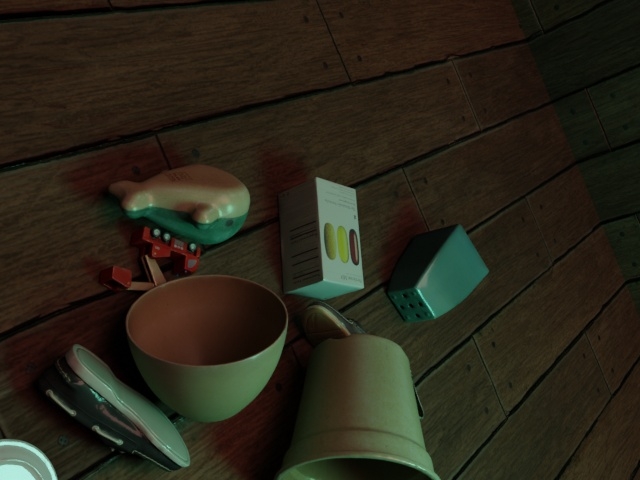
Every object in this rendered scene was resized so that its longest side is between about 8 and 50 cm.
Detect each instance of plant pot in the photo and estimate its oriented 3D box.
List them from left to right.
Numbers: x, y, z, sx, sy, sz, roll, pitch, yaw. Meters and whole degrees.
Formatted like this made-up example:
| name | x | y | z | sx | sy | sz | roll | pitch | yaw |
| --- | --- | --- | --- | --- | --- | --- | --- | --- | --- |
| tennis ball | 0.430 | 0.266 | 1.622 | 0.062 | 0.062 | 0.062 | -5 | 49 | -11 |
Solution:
| name | x | y | z | sx | sy | sz | roll | pitch | yaw |
| --- | --- | --- | --- | --- | --- | --- | --- | --- | --- |
| plant pot | -0.204 | 0.215 | 1.381 | 0.284 | 0.284 | 0.191 | -34 | 136 | -48 |
| plant pot | 0.078 | 0.378 | 1.576 | 0.334 | 0.334 | 0.305 | 36 | 39 | -32 |
| plant pot | 0.295 | 0.100 | 2.007 | 0.234 | 0.165 | 0.166 | -45 | 108 | -38 |

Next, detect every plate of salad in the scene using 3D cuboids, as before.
| name | x | y | z | sx | sy | sz | roll | pitch | yaw |
| --- | --- | --- | --- | --- | --- | --- | --- | --- | --- |
| plate of salad | -0.484 | 0.401 | 1.137 | 0.200 | 0.048 | 0.200 | 16 | 70 | -51 |

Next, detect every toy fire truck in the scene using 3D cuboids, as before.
| name | x | y | z | sx | sy | sz | roll | pitch | yaw |
| --- | --- | --- | --- | --- | --- | --- | --- | --- | --- |
| toy fire truck | -0.320 | 0.049 | 1.454 | 0.192 | 0.047 | 0.135 | 25 | 58 | -40 |

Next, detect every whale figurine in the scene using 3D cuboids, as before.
| name | x | y | z | sx | sy | sz | roll | pitch | yaw |
| --- | --- | --- | --- | --- | --- | --- | --- | --- | --- |
| whale figurine | -0.273 | -0.061 | 1.479 | 0.272 | 0.216 | 0.141 | -5 | 121 | -36 |

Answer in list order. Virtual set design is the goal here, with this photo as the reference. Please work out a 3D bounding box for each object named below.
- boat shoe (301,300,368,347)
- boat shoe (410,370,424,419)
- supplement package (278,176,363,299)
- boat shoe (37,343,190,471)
| name | x | y | z | sx | sy | sz | roll | pitch | yaw |
| --- | --- | --- | --- | --- | --- | --- | --- | --- | --- |
| boat shoe | 0.059 | 0.226 | 1.751 | 0.285 | 0.103 | 0.092 | 48 | 40 | -28 |
| boat shoe | 0.196 | 0.340 | 1.866 | 0.078 | 0.070 | 0.219 | -25 | 93 | -49 |
| supplement package | 0.000 | 0.000 | 1.748 | 0.139 | 0.134 | 0.244 | 13 | 66 | -43 |
| boat shoe | -0.347 | 0.303 | 1.294 | 0.302 | 0.091 | 0.114 | 50 | 1 | -19 |
